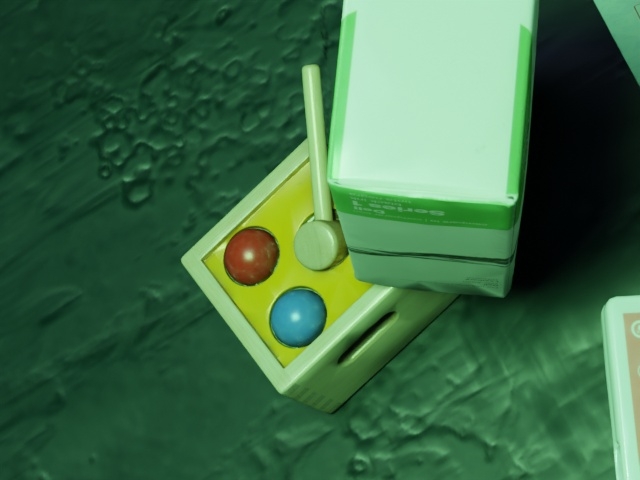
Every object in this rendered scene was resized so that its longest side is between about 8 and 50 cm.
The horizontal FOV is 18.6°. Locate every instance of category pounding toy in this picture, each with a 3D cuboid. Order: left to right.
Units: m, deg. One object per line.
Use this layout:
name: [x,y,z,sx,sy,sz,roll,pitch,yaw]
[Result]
pounding toy: [0.000,0.000,1.139,0.141,0.100,0.130,-44,62,9]

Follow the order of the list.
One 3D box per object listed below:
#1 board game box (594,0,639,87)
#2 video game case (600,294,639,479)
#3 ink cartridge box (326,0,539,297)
board game box: [0.140,-0.249,1.016,0.066,0.318,0.319,-19,69,14]
video game case: [0.253,0.162,0.967,0.204,0.025,0.285,-2,73,-3]
ink cartridge box: [0.061,-0.071,0.994,0.092,0.219,0.160,5,77,5]
